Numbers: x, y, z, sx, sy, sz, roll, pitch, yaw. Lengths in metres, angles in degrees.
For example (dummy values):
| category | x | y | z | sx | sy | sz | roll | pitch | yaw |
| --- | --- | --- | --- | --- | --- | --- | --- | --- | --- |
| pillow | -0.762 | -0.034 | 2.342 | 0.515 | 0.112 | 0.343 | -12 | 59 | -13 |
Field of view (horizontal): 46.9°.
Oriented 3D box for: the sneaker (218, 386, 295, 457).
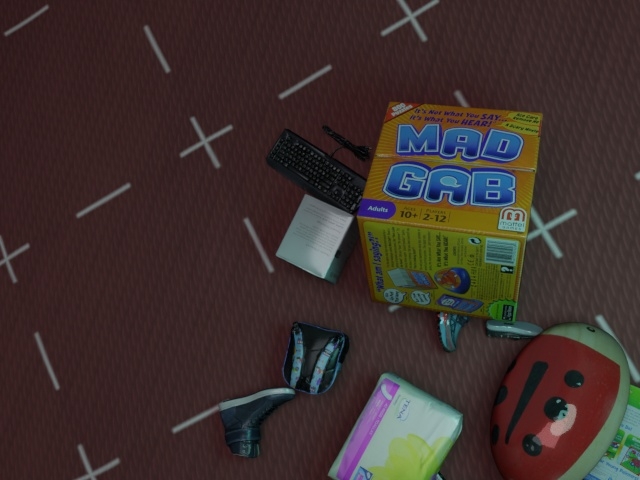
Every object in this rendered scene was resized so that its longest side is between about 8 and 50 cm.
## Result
| category | x | y | z | sx | sy | sz | roll | pitch | yaw |
| --- | --- | --- | --- | --- | --- | --- | --- | --- | --- |
| sneaker | -0.157 | 0.484 | 1.947 | 0.226 | 0.086 | 0.163 | -21 | 64 | 19 |

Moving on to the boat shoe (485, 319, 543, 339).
| category | x | y | z | sx | sy | sz | roll | pitch | yaw |
| --- | --- | --- | --- | --- | --- | --- | --- | --- | --- |
| boat shoe | 0.490 | 0.230 | 1.869 | 0.142 | 0.049 | 0.040 | 7 | 114 | 13 |

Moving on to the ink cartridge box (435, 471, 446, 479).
| category | x | y | z | sx | sy | sz | roll | pitch | yaw |
| --- | --- | --- | --- | --- | --- | --- | --- | --- | --- |
| ink cartridge box | 0.244 | 0.643 | 1.839 | 0.165 | 0.065 | 0.332 | -40 | 74 | 3 |

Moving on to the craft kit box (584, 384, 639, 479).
| category | x | y | z | sx | sy | sz | roll | pitch | yaw |
| --- | --- | --- | --- | --- | --- | --- | --- | --- | --- |
| craft kit box | 0.678 | 0.449 | 1.712 | 0.250 | 0.061 | 0.246 | 22 | 88 | 48 |

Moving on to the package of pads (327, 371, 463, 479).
| category | x | y | z | sx | sy | sz | roll | pitch | yaw |
| --- | --- | --- | --- | --- | --- | --- | --- | --- | --- |
| package of pads | 0.189 | 0.501 | 1.795 | 0.229 | 0.101 | 0.296 | 27 | 86 | 17 |

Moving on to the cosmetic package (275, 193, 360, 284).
| category | x | y | z | sx | sy | sz | roll | pitch | yaw |
| --- | --- | --- | --- | --- | --- | --- | --- | --- | --- |
| cosmetic package | 0.000 | 0.000 | 1.974 | 0.152 | 0.151 | 0.183 | 25 | 87 | 17 |

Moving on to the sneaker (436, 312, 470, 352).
| category | x | y | z | sx | sy | sz | roll | pitch | yaw |
| --- | --- | --- | --- | --- | --- | --- | --- | --- | --- |
| sneaker | 0.363 | 0.158 | 1.880 | 0.125 | 0.104 | 0.261 | 6 | 81 | 13 |

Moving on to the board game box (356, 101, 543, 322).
| category | x | y | z | sx | sy | sz | roll | pitch | yaw |
| --- | --- | --- | --- | --- | --- | --- | --- | --- | --- |
| board game box | 0.312 | -0.067 | 1.744 | 0.357 | 0.356 | 0.356 | 7 | 56 | 15 |

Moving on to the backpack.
| category | x | y | z | sx | sy | sz | roll | pitch | yaw |
| --- | --- | --- | --- | --- | --- | --- | --- | --- | --- |
| backpack | -0.014 | 0.313 | 1.935 | 0.158 | 0.117 | 0.173 | 12 | 82 | 15 |

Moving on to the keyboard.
| category | x | y | z | sx | sy | sz | roll | pitch | yaw |
| --- | --- | --- | --- | --- | --- | --- | --- | --- | --- |
| keyboard | 0.015 | -0.223 | 2.077 | 0.317 | 0.033 | 0.201 | 34 | 89 | 16 |

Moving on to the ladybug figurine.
| category | x | y | z | sx | sy | sz | roll | pitch | yaw |
| --- | --- | --- | --- | --- | --- | --- | --- | --- | --- |
| ladybug figurine | 0.527 | 0.370 | 1.689 | 0.305 | 0.162 | 0.449 | -3 | 51 | 53 |
